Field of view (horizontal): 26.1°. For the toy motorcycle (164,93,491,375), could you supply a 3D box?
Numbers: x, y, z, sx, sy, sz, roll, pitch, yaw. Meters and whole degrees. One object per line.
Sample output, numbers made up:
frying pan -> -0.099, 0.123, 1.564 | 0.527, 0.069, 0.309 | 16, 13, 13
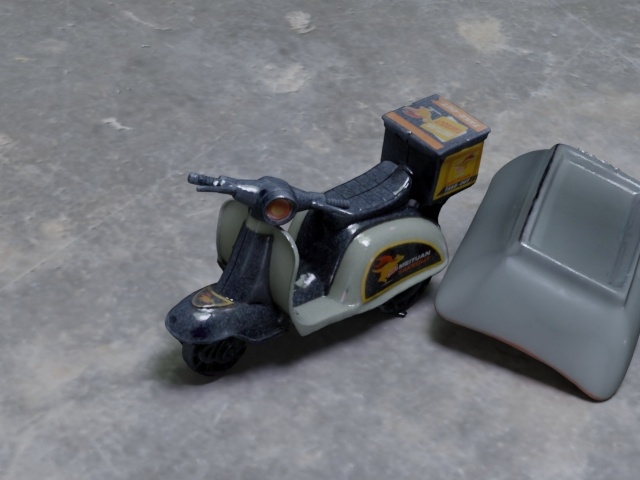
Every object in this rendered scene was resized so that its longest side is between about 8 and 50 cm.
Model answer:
toy motorcycle -> 0.000, 0.000, 0.987 | 0.263, 0.157, 0.091 | -23, 46, -36

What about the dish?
dish -> 0.190, 0.005, 1.056 | 0.151, 0.077, 0.212 | 28, 40, 4
